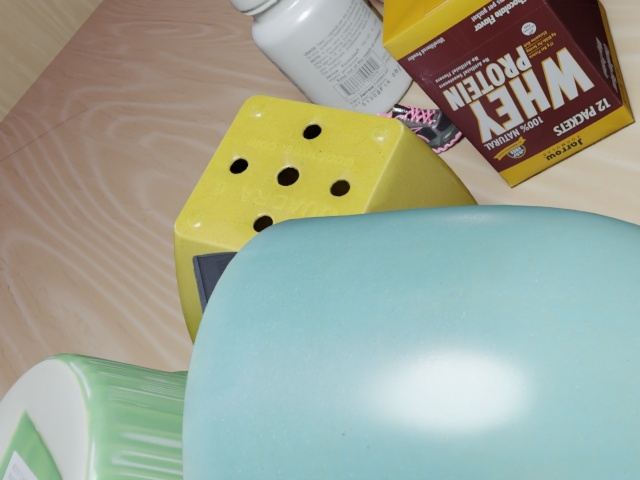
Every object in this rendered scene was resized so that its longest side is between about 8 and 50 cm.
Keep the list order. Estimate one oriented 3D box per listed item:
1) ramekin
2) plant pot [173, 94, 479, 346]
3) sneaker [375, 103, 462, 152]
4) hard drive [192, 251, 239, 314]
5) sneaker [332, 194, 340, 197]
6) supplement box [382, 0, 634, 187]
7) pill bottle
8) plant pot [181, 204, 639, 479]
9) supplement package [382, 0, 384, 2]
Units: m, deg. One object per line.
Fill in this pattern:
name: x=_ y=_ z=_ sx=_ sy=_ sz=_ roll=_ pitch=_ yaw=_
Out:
ramekin: x=-0.192 y=0.241 z=0.831 sx=0.303 sy=0.148 sz=0.303 roll=-31 pitch=48 yaw=42
plant pot: x=0.000 y=0.000 z=0.824 sx=0.212 sy=0.187 sz=0.212 roll=14 pitch=62 yaw=25
sneaker: x=0.101 y=-0.122 z=1.044 sx=0.119 sy=0.057 sz=0.047 roll=-9 pitch=46 yaw=46
hard drive: x=-0.015 y=0.137 z=0.702 sx=0.054 sy=0.254 sz=0.172 roll=-23 pitch=25 yaw=-2
sneaker: x=-0.014 y=-0.036 z=1.078 sx=0.234 sy=0.078 sz=0.106 roll=-14 pitch=47 yaw=50
supplement box: x=0.167 y=-0.195 z=0.903 sx=0.129 sy=0.194 sz=0.191 roll=-30 pitch=35 yaw=29
pill bottle: x=-0.004 y=-0.246 z=1.151 sx=0.131 sy=0.229 sz=0.131 roll=-32 pitch=34 yaw=25
plant pot: x=0.106 y=0.111 z=0.554 sx=0.235 sy=0.293 sz=0.293 roll=-11 pitch=45 yaw=32
supplement package: x=0.108 y=-0.437 z=1.240 sx=0.194 sy=0.149 sz=0.203 roll=-59 pitch=5 yaw=-17
